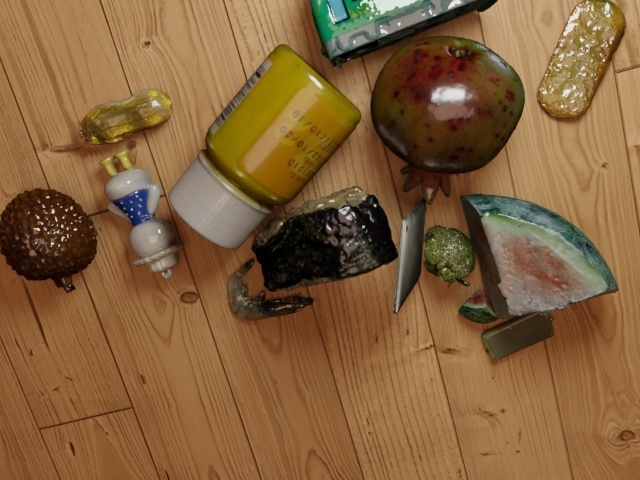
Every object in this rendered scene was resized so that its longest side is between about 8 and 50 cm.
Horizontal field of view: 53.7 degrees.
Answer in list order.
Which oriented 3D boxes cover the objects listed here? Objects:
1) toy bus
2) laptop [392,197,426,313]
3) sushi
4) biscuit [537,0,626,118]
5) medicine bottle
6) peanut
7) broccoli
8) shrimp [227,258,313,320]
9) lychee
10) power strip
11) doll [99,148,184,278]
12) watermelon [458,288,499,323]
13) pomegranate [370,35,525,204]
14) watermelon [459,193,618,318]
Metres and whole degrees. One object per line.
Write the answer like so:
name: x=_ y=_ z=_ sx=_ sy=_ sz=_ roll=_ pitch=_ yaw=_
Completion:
toy bus: x=0.142 y=-0.480 z=1.214 sx=0.344 sy=0.183 sz=0.199 roll=-19 pitch=97 yaw=6
laptop: x=0.187 y=0.023 z=1.298 sx=0.015 sy=0.269 sz=0.187 roll=7 pitch=105 yaw=17
sushi: x=0.000 y=0.000 z=1.280 sx=0.211 sy=0.350 sz=0.170 roll=-18 pitch=90 yaw=-32
biscuit: x=0.537 y=-0.373 z=1.303 sx=0.119 sy=0.029 sz=0.247 roll=22 pitch=104 yaw=3
medicine bottle: x=-0.117 y=-0.179 z=1.277 sx=0.224 sy=0.224 sz=0.384 roll=40 pitch=101 yaw=-8
peanut: x=-0.412 y=-0.261 z=1.340 sx=0.207 sy=0.087 sz=0.087 roll=-19 pitch=103 yaw=5
broccoli: x=0.278 y=0.032 z=1.378 sx=0.131 sy=0.130 sz=0.120 roll=25 pitch=142 yaw=-24
shrimp: x=-0.120 y=0.109 z=1.452 sx=0.195 sy=0.035 sz=0.147 roll=-9 pitch=101 yaw=6
lychee: x=-0.584 y=0.002 z=1.362 sx=0.200 sy=0.200 sz=0.238 roll=-18 pitch=92 yaw=7
power strip: x=0.460 y=0.212 z=1.455 sx=0.169 sy=0.028 sz=0.076 roll=-26 pitch=102 yaw=10
doll: x=-0.389 y=-0.052 z=1.383 sx=0.138 sy=0.119 sz=0.293 roll=-21 pitch=97 yaw=16
watermelon: x=0.358 y=0.154 z=1.437 sx=0.092 sy=0.072 sz=0.084 roll=-12 pitch=121 yaw=45
pomegranate: x=0.254 y=-0.243 z=1.251 sx=0.291 sy=0.290 sz=0.323 roll=-19 pitch=145 yaw=7
watermelon: x=0.438 y=0.061 z=1.336 sx=0.387 sy=0.228 sz=0.258 roll=30 pitch=111 yaw=0
